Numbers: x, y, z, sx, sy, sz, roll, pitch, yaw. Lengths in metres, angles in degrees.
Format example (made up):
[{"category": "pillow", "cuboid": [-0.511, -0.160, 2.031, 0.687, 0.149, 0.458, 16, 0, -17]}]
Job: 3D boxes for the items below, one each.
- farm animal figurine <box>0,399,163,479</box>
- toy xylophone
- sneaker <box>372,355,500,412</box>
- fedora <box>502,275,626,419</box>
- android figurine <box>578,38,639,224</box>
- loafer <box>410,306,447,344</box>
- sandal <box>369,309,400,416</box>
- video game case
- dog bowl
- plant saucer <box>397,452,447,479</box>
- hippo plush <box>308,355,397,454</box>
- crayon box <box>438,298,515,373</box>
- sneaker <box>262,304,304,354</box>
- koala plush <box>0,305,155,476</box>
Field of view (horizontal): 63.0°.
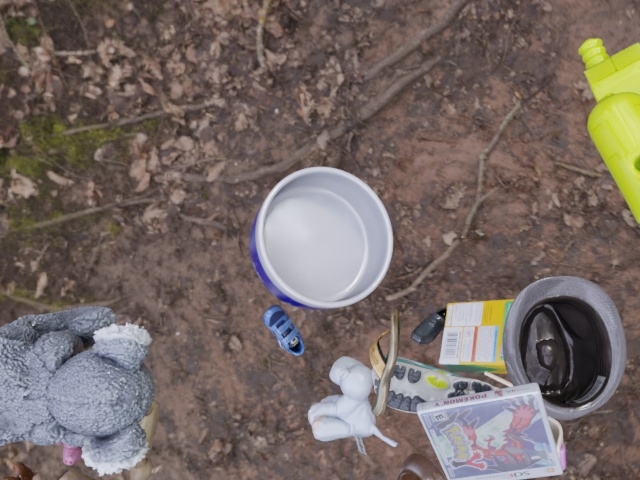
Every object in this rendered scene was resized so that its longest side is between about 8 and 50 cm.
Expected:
[{"category": "farm animal figurine", "cuboid": [-0.403, 0.463, 0.935, 0.330, 0.172, 0.327, -28, 71, -10]}, {"category": "toy xylophone", "cuboid": [0.542, 0.501, 1.479, 0.322, 0.081, 0.236, 10, 132, 51]}, {"category": "sneaker", "cuboid": [0.230, 0.274, 0.961, 0.275, 0.110, 0.107, 21, 99, 6]}, {"category": "fedora", "cuboid": [0.475, 0.213, 1.063, 0.243, 0.124, 0.276, -7, 82, -2]}, {"category": "android figurine", "cuboid": [0.286, -0.050, 0.434, 0.056, 0.248, 0.273, -28, 65, 33]}, {"category": "loafer", "cuboid": [0.382, 0.284, 1.777, 0.076, 0.223, 0.078, 31, 126, 33]}, {"category": "sandal", "cuboid": [0.101, 0.203, 0.874, 0.049, 0.072, 0.180, 13, 93, 9]}, {"category": "video game case", "cuboid": [0.269, 0.315, 0.825, 0.183, 0.023, 0.201, -16, 118, 17]}, {"category": "dog bowl", "cuboid": [0.000, 0.000, 1.002, 0.104, 0.264, 0.265, 148, 118, -68]}, {"category": "plant saucer", "cuboid": [0.301, 0.775, 1.492, 0.310, 0.050, 0.311, 173, 90, -66]}, {"category": "hippo plush", "cuboid": [0.080, 0.515, 1.703, 0.294, 0.234, 0.237, -149, 55, -65]}, {"category": "crayon box", "cuboid": [0.524, 0.284, 1.543, 0.322, 0.083, 0.203, -11, 53, 42]}, {"category": "sneaker", "cuboid": [-0.073, 0.191, 1.106, 0.053, 0.144, 0.059, -41, 42, -15]}, {"category": "koala plush", "cuboid": [-0.299, 0.185, 0.647, 0.221, 0.203, 0.196, 3, 85, 25]}]
